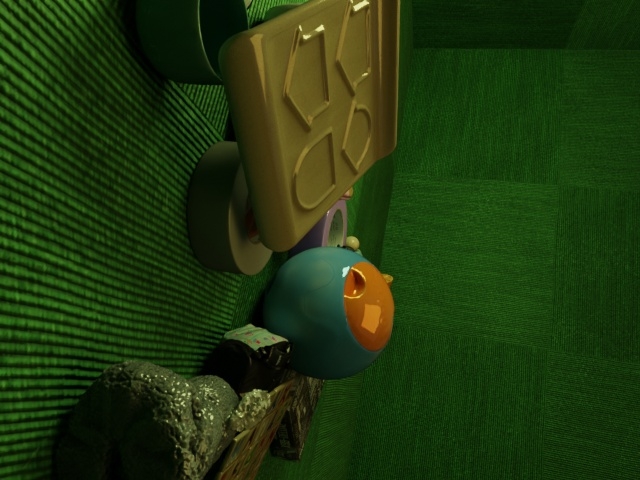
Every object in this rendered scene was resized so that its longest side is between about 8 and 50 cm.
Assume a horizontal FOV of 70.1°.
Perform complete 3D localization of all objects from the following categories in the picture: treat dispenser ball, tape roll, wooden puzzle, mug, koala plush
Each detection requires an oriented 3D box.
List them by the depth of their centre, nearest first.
[{"bbox_3d":[-0.168,0.229,0.555,0.221,0.197,0.203,2,85,-71],"label":"koala plush"},{"bbox_3d":[-0.153,-0.248,0.556,0.157,0.098,0.129,71,29,-60],"label":"mug"},{"bbox_3d":[-0.002,-0.199,0.697,0.348,0.081,0.321,-43,142,-34],"label":"wooden puzzle"},{"bbox_3d":[-0.134,-0.054,0.765,0.219,0.073,0.219,8,90,-75],"label":"tape roll"},{"bbox_3d":[0.017,0.157,1.000,0.288,0.289,0.287,7,90,-75],"label":"treat dispenser ball"},{"bbox_3d":[0.000,0.000,1.254,0.275,0.090,0.274,6,90,-75],"label":"tape roll"}]

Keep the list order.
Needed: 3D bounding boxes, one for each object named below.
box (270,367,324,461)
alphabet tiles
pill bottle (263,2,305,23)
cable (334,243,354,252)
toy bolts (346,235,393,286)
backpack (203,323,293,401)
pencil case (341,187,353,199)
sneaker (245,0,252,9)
[{"bbox_3d":[-0.058,0.391,1.236,0.307,0.077,0.242,-66,157,-48],"label":"box"},{"bbox_3d":[-0.146,0.426,0.852,0.342,0.011,0.285,-65,165,1],"label":"alphabet tiles"},{"bbox_3d":[-0.029,-0.268,0.869,0.169,0.170,0.301,-35,130,-70],"label":"pill bottle"},{"bbox_3d":[0.053,0.086,1.246,0.184,0.047,0.150,-1,103,-78],"label":"cable"},{"bbox_3d":[0.142,0.076,1.646,0.228,0.219,0.158,-97,-177,-75],"label":"toy bolts"},{"bbox_3d":[-0.126,0.220,0.823,0.151,0.115,0.182,-66,162,12],"label":"backpack"},{"bbox_3d":[0.012,-0.285,1.038,0.167,0.160,0.385,-37,132,-81],"label":"pencil case"},{"bbox_3d":[-0.104,-0.384,0.674,0.121,0.079,0.216,56,33,-68],"label":"sneaker"}]
